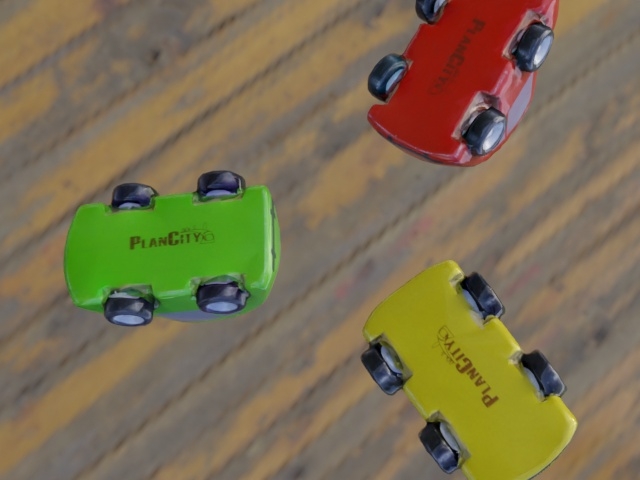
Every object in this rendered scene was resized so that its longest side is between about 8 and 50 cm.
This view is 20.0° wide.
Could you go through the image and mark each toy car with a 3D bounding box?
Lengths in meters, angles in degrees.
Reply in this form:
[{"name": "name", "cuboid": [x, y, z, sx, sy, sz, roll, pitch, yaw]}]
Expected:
[{"name": "toy car", "cuboid": [0.000, 0.000, 0.791, 0.053, 0.225, 0.239, 49, 38, -64]}]
